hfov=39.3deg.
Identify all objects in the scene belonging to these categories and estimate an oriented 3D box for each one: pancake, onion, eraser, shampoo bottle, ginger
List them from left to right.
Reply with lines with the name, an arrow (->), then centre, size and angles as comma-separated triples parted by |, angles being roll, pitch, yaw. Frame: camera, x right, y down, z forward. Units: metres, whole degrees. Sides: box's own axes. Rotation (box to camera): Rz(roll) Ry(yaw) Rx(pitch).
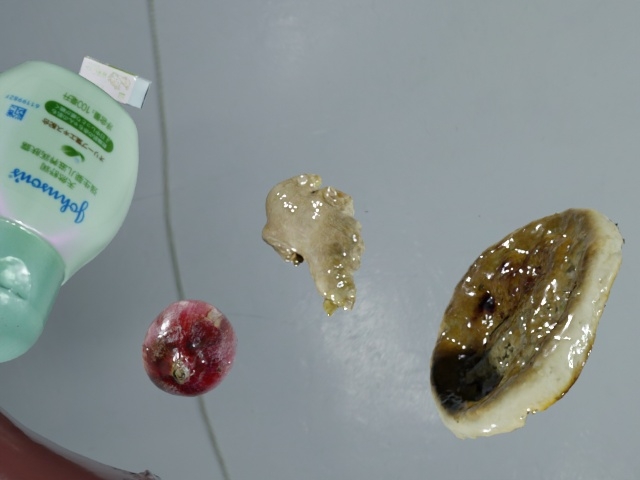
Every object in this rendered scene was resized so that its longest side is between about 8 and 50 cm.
shampoo bottle -> -0.336, -0.026, 0.996 | 0.151, 0.349, 0.222 | -24, 130, 40
eraser -> -0.249, -0.190, 1.080 | 0.083, 0.019, 0.038 | 21, 100, -11
onion -> -0.213, 0.180, 1.424 | 0.159, 0.195, 0.159 | 0, 101, 1
ginger -> 0.002, -0.005, 1.226 | 0.137, 0.074, 0.213 | -57, 47, 17
pancake -> 0.260, 0.105, 1.193 | 0.065, 0.356, 0.356 | 33, 97, -16

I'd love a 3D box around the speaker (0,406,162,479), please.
speaker -> -0.290, 0.204, 0.788 | 0.329, 0.259, 0.198 | 34, 75, 31
